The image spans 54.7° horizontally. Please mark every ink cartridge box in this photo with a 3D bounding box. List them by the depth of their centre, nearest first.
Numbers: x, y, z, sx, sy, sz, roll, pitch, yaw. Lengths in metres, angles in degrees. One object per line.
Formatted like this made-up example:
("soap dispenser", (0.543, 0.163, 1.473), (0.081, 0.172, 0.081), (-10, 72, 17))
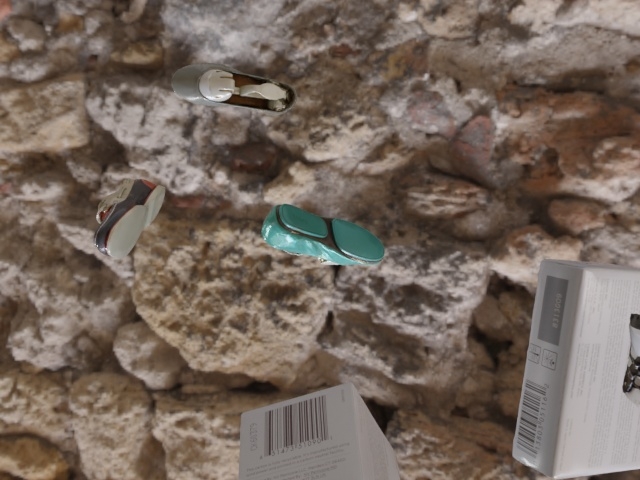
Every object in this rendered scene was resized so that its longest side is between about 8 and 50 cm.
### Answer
("ink cartridge box", (0.491, 0.195, 0.974), (0.384, 0.309, 0.091), (5, -176, -27))

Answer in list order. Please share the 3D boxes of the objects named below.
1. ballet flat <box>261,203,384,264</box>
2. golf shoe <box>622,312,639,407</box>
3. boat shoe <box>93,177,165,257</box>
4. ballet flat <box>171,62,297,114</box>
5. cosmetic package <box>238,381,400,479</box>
("ballet flat", (0.000, 0.000, 1.097), (0.247, 0.083, 0.087), (18, 142, -34))
("golf shoe", (0.390, 0.148, 0.710), (0.077, 0.094, 0.198), (17, 164, 40))
("boat shoe", (-0.185, -0.025, 0.578), (0.043, 0.049, 0.137), (20, -156, -5))
("ballet flat", (-0.139, -0.258, 1.040), (0.213, 0.072, 0.068), (5, -177, -24))
("cosmetic package", (0.006, 0.298, 0.745), (0.151, 0.184, 0.152), (-19, -141, 12))
